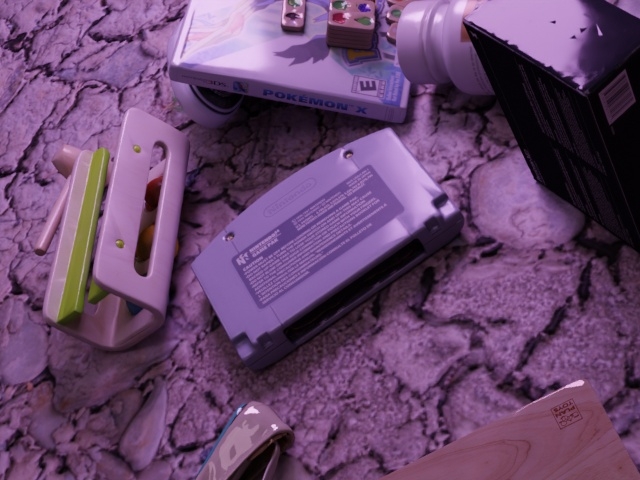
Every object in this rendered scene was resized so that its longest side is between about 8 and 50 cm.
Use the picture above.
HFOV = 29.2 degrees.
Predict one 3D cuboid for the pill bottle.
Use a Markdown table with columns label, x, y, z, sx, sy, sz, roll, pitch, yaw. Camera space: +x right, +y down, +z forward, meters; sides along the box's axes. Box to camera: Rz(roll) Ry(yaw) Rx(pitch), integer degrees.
| label | x | y | z | sx | sy | sz | roll | pitch | yaw |
| --- | --- | --- | --- | --- | --- | --- | --- | --- | --- |
| pill bottle | 0.213 | -0.237 | 1.451 | 0.229 | 0.131 | 0.131 | 4 | 57 | 32 |

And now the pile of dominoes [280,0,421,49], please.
| label | x | y | z | sx | sy | sz | roll | pitch | yaw |
| --- | --- | --- | --- | --- | --- | --- | --- | --- | --- |
| pile of dominoes | 0.054 | -0.354 | 1.600 | 0.196 | 0.040 | 0.251 | 6 | 56 | -3 |

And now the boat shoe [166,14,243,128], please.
| label | x | y | z | sx | sy | sz | roll | pitch | yaw |
| --- | --- | --- | --- | --- | --- | --- | --- | --- | --- |
| boat shoe | -0.120 | -0.303 | 1.677 | 0.119 | 0.121 | 0.335 | -31 | 39 | 40 |

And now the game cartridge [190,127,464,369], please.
| label | x | y | z | sx | sy | sz | roll | pitch | yaw |
| --- | --- | --- | --- | --- | --- | --- | --- | --- | --- |
| game cartridge | 0.000 | 0.000 | 1.438 | 0.297 | 0.062 | 0.198 | -34 | 42 | 1 |

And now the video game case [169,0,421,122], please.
| label | x | y | z | sx | sy | sz | roll | pitch | yaw |
| --- | --- | --- | --- | --- | --- | --- | --- | --- | --- |
| video game case | -0.016 | -0.312 | 1.608 | 0.300 | 0.036 | 0.329 | 11 | 56 | 0 |

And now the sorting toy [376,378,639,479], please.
| label | x | y | z | sx | sy | sz | roll | pitch | yaw |
| --- | --- | --- | --- | --- | --- | --- | --- | --- | --- |
| sorting toy | 0.180 | 0.294 | 1.078 | 0.257 | 0.089 | 0.255 | -28 | 47 | 7 |

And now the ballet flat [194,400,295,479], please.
| label | x | y | z | sx | sy | sz | roll | pitch | yaw |
| --- | --- | --- | --- | --- | --- | --- | --- | --- | --- |
| ballet flat | -0.112 | 0.278 | 1.268 | 0.086 | 0.086 | 0.248 | 21 | 66 | 39 |

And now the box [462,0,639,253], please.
| label | x | y | z | sx | sy | sz | roll | pitch | yaw |
| --- | --- | --- | --- | --- | --- | --- | --- | --- | --- |
| box | 0.272 | -0.129 | 1.243 | 0.103 | 0.261 | 0.184 | -43 | 47 | -8 |

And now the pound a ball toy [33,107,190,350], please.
| label | x | y | z | sx | sy | sz | roll | pitch | yaw |
| --- | --- | --- | --- | --- | --- | --- | --- | --- | --- |
| pound a ball toy | -0.261 | -0.013 | 1.563 | 0.208 | 0.136 | 0.319 | -33 | 40 | 38 |
